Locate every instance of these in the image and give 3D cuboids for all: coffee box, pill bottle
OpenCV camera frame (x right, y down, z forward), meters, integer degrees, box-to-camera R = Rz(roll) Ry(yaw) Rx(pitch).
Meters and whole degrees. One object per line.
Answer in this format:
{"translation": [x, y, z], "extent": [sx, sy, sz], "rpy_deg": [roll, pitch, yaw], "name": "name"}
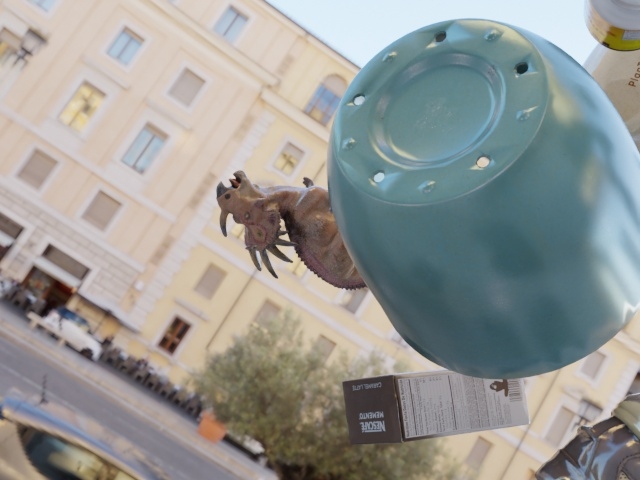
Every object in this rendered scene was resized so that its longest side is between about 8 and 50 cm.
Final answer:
{"translation": [0.176, 0.248, 1.261], "extent": [0.246, 0.098, 0.141], "rpy_deg": [1, -14, -30], "name": "coffee box"}
{"translation": [0.391, -0.311, 1.033], "extent": [0.117, 0.117, 0.215], "rpy_deg": [29, 9, 13], "name": "pill bottle"}

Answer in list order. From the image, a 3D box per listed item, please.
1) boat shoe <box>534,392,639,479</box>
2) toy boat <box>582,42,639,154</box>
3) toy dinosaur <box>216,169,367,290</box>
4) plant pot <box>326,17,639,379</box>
{"translation": [0.251, 0.268, 0.513], "extent": [0.132, 0.130, 0.355], "rpy_deg": [54, 10, -45], "name": "boat shoe"}
{"translation": [0.541, -0.190, 1.267], "extent": [0.318, 0.267, 0.148], "rpy_deg": [30, -10, 23], "name": "toy boat"}
{"translation": [0.000, 0.000, 1.187], "extent": [0.295, 0.200, 0.127], "rpy_deg": [37, -30, 8], "name": "toy dinosaur"}
{"translation": [0.140, -0.052, 0.742], "extent": [0.293, 0.293, 0.235], "rpy_deg": [24, -14, 36], "name": "plant pot"}
